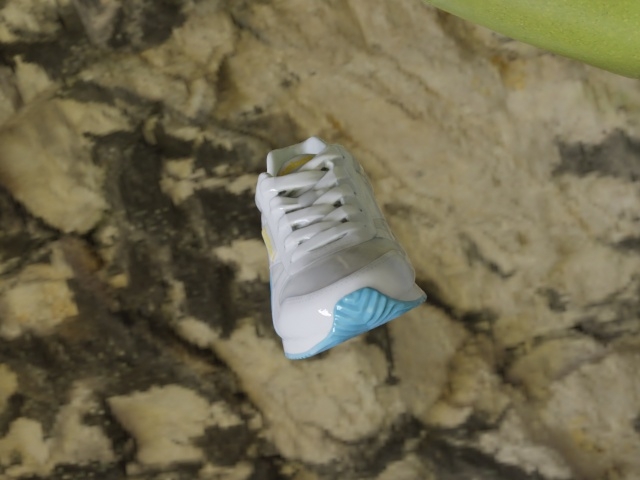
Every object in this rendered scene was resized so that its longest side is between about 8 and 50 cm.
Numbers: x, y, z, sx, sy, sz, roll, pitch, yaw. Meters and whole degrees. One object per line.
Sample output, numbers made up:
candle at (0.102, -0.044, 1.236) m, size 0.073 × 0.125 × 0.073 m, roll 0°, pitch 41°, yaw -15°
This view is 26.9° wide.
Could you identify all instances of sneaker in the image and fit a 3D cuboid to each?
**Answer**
sneaker at (0.000, 0.000, 0.774) m, size 0.229 × 0.087 × 0.092 m, roll -116°, pitch 3°, yaw -76°

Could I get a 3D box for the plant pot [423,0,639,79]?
plant pot at (0.079, -0.253, 0.780) m, size 0.293 × 0.275 × 0.275 m, roll 8°, pitch -111°, yaw -13°
